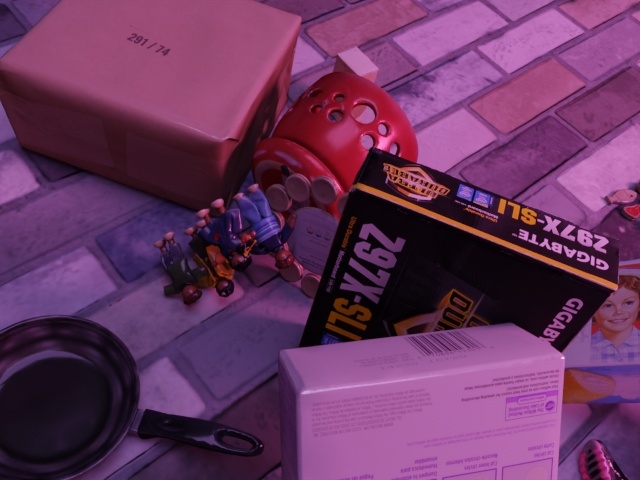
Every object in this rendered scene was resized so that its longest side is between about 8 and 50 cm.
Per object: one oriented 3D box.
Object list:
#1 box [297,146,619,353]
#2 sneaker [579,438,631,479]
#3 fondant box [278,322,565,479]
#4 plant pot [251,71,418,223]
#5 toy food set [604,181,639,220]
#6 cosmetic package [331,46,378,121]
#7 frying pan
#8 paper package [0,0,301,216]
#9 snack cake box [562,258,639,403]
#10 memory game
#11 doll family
[{"bbox_3d":[0.123,0.078,0.742,0.257,0.322,0.079,23,47,5],"label":"box"},{"bbox_3d":[0.356,0.296,0.813,0.057,0.047,0.119,-5,64,-23],"label":"sneaker"},{"bbox_3d":[0.088,0.255,0.625,0.238,0.330,0.096,-4,12,-14],"label":"fondant box"},{"bbox_3d":[0.010,-0.109,0.938,0.191,0.191,0.174,38,63,15],"label":"plant pot"},{"bbox_3d":[0.535,-0.065,1.115,0.122,0.019,0.078,-19,61,-23],"label":"toy food set"},{"bbox_3d":[0.047,-0.242,1.080,0.041,0.115,0.060,-28,64,-27],"label":"cosmetic package"},{"bbox_3d":[-0.239,0.172,0.770,0.326,0.053,0.197,-2,56,-15],"label":"frying pan"},{"bbox_3d":[-0.229,-0.235,0.988,0.324,0.168,0.310,20,54,4],"label":"paper package"},{"bbox_3d":[0.368,0.109,0.822,0.264,0.089,0.152,-11,43,35],"label":"snack cake box"},{"bbox_3d":[0.000,0.000,0.863,0.186,0.186,0.012,34,40,13],"label":"memory game"},{"bbox_3d":[-0.116,0.014,0.862,0.111,0.193,0.076,61,24,10],"label":"doll family"}]
